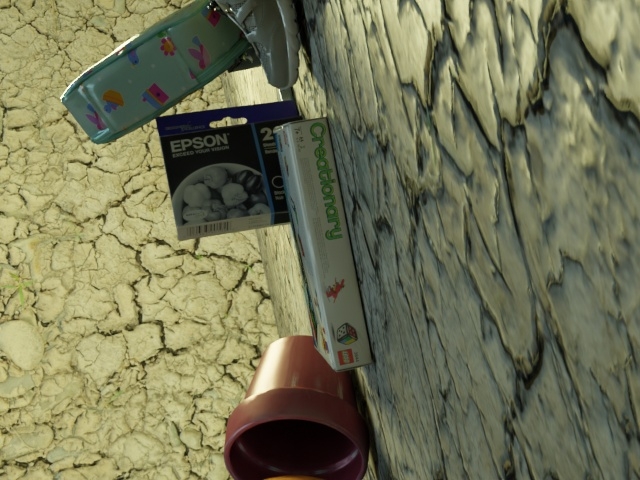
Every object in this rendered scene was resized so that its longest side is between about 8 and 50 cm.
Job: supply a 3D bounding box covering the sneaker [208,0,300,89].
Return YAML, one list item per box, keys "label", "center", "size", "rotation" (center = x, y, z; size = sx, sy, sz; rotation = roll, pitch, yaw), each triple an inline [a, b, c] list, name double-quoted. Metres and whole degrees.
- label: "sneaker"
  center: [-0.104, -0.312, 1.557]
  size: [0.105, 0.115, 0.281]
  rotation: [-114, 4, -76]

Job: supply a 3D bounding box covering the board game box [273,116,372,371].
- label: "board game box"
  center: [0.000, 0.000, 1.604]
  size: [0.193, 0.053, 0.305]
  rotation: [-151, 50, -82]

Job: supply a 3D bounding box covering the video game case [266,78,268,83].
- label: "video game case"
  center: [-0.092, -0.390, 1.912]
  size: [0.204, 0.025, 0.285]
  rotation: [161, 98, -85]

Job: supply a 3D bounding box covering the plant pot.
- label: "plant pot"
  center: [-0.028, 0.241, 1.787]
  size: [0.180, 0.201, 0.201]
  rotation: [-84, -9, -47]

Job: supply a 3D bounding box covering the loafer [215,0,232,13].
- label: "loafer"
  center: [-0.110, -0.404, 1.718]
  size: [0.092, 0.102, 0.268]
  rotation: [86, 180, -62]

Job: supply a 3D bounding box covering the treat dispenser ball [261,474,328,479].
- label: "treat dispenser ball"
  center: [-0.032, 0.441, 1.608]
  size: [0.288, 0.288, 0.288]
  rotation: [169, 90, -85]

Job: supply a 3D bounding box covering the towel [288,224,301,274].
- label: "towel"
  center: [-0.045, -0.033, 2.122]
  size: [0.209, 0.034, 0.285]
  rotation: [87, 170, -63]

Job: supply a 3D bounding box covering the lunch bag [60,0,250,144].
- label: "lunch bag"
  center: [-0.212, -0.255, 1.796]
  size: [0.108, 0.279, 0.224]
  rotation: [57, -155, -13]

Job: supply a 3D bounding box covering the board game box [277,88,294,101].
- label: "board game box"
  center: [-0.045, -0.178, 1.887]
  size: [0.090, 0.020, 0.090]
  rotation: [86, 173, -54]

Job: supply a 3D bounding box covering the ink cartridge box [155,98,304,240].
- label: "ink cartridge box"
  center: [-0.113, -0.110, 1.748]
  size: [0.045, 0.206, 0.208]
  rotation: [99, 159, -59]

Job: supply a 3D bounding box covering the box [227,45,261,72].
- label: "box"
  center: [-0.142, -0.380, 1.977]
  size: [0.232, 0.059, 0.183]
  rotation: [-107, 6, -66]
